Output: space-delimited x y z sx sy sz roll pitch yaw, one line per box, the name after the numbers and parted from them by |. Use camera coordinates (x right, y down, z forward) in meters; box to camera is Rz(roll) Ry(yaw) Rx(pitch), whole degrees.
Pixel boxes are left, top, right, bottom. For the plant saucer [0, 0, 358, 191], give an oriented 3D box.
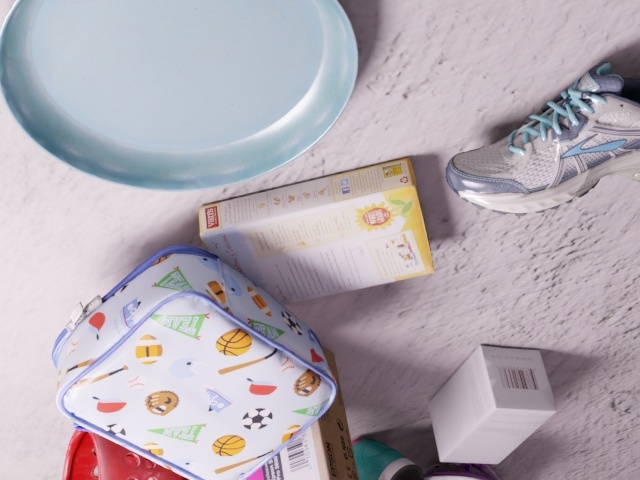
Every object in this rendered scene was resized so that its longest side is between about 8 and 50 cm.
-0.126 -0.158 0.916 0.317 0.043 0.317 -6 145 -4 | plant saucer

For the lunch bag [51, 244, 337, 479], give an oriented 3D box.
-0.148 0.151 1.158 0.243 0.115 0.303 -40 128 14 | lunch bag

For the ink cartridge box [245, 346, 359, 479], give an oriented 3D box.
-0.060 0.276 1.368 0.193 0.234 0.088 -26 145 21 | ink cartridge box

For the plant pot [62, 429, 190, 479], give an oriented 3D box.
-0.272 0.365 1.493 0.174 0.191 0.191 10 141 -29 | plant pot

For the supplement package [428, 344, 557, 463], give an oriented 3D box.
0.249 0.245 1.504 0.105 0.105 0.179 6 142 -22 | supplement package

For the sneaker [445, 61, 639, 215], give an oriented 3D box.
0.260 -0.117 1.028 0.283 0.110 0.122 -14 127 4 | sneaker

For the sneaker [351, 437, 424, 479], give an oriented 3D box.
0.063 0.442 1.666 0.124 0.178 0.295 -8 119 -35 | sneaker

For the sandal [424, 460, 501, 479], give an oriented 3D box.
0.247 0.420 1.767 0.169 0.102 0.416 1 159 12 | sandal

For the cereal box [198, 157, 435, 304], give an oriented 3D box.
0.000 0.000 1.159 0.240 0.047 0.173 -12 144 6 | cereal box
